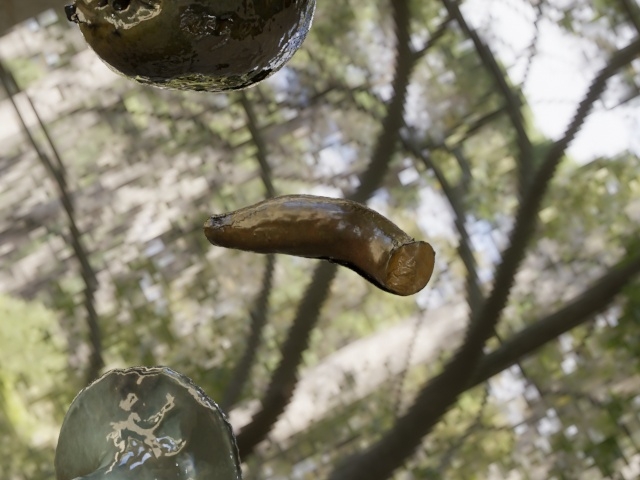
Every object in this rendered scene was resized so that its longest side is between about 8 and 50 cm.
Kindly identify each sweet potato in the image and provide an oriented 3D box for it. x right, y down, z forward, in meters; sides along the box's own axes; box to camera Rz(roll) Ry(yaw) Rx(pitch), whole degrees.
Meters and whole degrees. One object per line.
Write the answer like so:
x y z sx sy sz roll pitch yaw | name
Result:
0.000 -0.005 1.996 0.112 0.285 0.085 -67 166 -45 | sweet potato

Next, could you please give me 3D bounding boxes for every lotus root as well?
-0.098 -0.203 1.419 0.275 0.160 0.152 -16 97 -63 | lotus root

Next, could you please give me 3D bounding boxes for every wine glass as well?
-0.257 0.210 1.260 0.406 0.267 0.267 -3 60 -59 | wine glass
